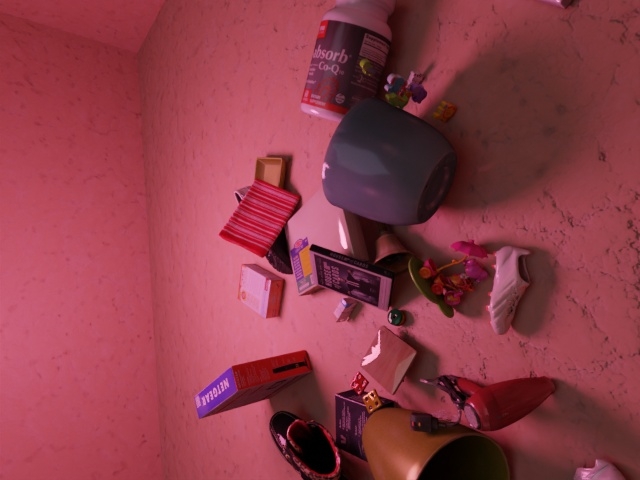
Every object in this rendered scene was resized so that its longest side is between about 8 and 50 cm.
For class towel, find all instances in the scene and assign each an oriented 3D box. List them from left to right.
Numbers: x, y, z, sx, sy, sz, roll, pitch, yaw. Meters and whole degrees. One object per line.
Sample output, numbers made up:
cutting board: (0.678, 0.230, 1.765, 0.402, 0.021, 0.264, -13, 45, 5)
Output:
towel: (-0.222, -0.088, 1.478, 0.198, 0.031, 0.275, 25, 71, 14)

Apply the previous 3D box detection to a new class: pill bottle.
pill bottle: (0.083, -0.526, 1.169, 0.210, 0.210, 0.363, 32, 113, 45)

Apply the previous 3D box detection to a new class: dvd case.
dvd case: (0.085, 0.105, 1.132, 0.238, 0.030, 0.179, 18, 146, 18)

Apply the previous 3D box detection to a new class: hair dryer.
hair dryer: (0.340, 0.323, 0.878, 0.293, 0.223, 0.080, -11, 100, 27)

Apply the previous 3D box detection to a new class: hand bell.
hand bell: (0.176, -0.030, 1.151, 0.126, 0.126, 0.242, -46, 43, 39)

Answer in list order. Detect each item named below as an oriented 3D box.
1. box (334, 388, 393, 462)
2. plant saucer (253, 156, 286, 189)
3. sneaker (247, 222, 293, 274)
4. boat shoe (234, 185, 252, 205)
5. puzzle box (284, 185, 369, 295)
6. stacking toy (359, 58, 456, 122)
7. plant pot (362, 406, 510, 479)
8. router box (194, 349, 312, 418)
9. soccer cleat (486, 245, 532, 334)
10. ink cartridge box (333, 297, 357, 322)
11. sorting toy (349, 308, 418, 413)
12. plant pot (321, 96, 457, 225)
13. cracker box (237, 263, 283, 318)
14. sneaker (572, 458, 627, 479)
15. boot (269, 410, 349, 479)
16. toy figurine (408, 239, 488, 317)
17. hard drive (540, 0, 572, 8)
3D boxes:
box: (0.126, 0.531, 1.176, 0.158, 0.093, 0.156, -3, 86, 48)
plant saucer: (-0.198, -0.232, 1.614, 0.188, 0.045, 0.189, 15, 101, 49)
sneaker: (-0.170, -0.001, 1.526, 0.286, 0.130, 0.109, 52, 152, 9)
boat shoe: (-0.272, -0.083, 1.621, 0.096, 0.088, 0.268, -7, 102, 54)
puzzle box: (0.000, 0.000, 1.306, 0.409, 0.052, 0.272, -38, 61, 57)
stacking toy: (0.215, -0.378, 1.006, 0.052, 0.221, 0.167, -57, 46, 36)
plant pot: (0.230, 0.522, 0.960, 0.293, 0.274, 0.275, -174, 86, -66)
router box: (-0.243, 0.513, 1.450, 0.335, 0.301, 0.082, -44, 58, 39)
soccer cleat: (0.410, 0.110, 0.880, 0.076, 0.068, 0.197, 5, 90, 46)
ink cartridge box: (0.075, 0.218, 1.279, 0.028, 0.048, 0.083, 51, 125, 37)
sorting toy: (0.189, 0.334, 1.112, 0.132, 0.046, 0.275, 32, 95, 47)
plant pot: (0.184, -0.171, 0.995, 0.235, 0.293, 0.293, 30, 112, 30)
cracker box: (-0.245, 0.198, 1.641, 0.232, 0.067, 0.156, 21, 106, 49)
sneaker: (0.507, 0.471, 0.773, 0.152, 0.053, 0.061, -57, 34, 28)
boot: (-0.049, 0.629, 1.249, 0.377, 0.138, 0.284, 40, 152, 39)
toy figurine: (0.324, 0.076, 0.961, 0.159, 0.130, 0.173, -38, 82, 31)
hard drive: (0.448, -0.669, 0.870, 0.353, 0.047, 0.233, 51, 125, 38)
